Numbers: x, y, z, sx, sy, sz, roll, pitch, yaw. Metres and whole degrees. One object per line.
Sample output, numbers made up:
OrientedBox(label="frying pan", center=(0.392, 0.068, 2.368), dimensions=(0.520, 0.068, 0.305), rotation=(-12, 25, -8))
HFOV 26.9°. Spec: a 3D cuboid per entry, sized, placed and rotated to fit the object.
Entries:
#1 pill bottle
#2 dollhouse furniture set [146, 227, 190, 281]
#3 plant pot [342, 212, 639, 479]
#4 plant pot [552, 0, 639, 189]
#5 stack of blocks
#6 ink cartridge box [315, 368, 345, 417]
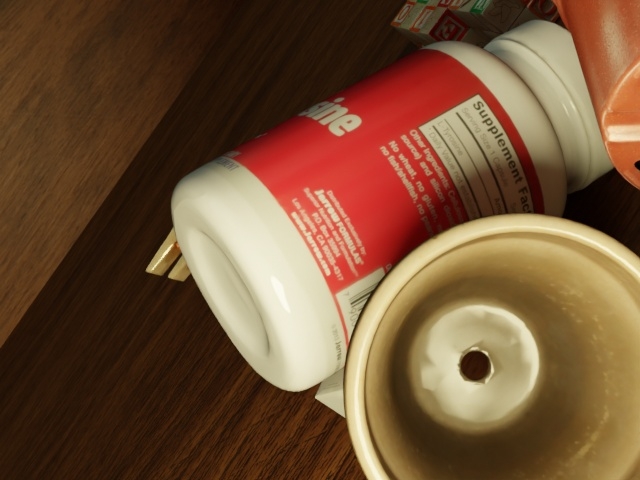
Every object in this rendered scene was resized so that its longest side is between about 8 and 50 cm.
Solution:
OrientedBox(label="pill bottle", center=(0.082, -0.048, 1.278), dimensions=(0.408, 0.229, 0.229), rotation=(-30, 13, -18))
OrientedBox(label="dollhouse furniture set", center=(-0.057, 0.097, 1.545), dimensions=(0.135, 0.262, 0.259), rotation=(-56, -14, 2))
OrientedBox(label="plant pot", center=(0.144, 0.107, 1.086), dimensions=(0.263, 0.263, 0.229), rotation=(-55, 2, -1))
OrientedBox(label="plant pot", center=(0.324, -0.186, 1.121), dimensions=(0.272, 0.272, 0.265), rotation=(-39, 33, 36))
OrientedBox(label="stack of blocks", center=(0.219, -0.322, 1.798), dimensions=(0.171, 0.087, 0.297), rotation=(-54, 20, 1))
OrientedBox(label="ink cartridge box", center=(0.082, 0.108, 1.380), dimensions=(0.061, 0.104, 0.181), rotation=(-23, 36, 56))
